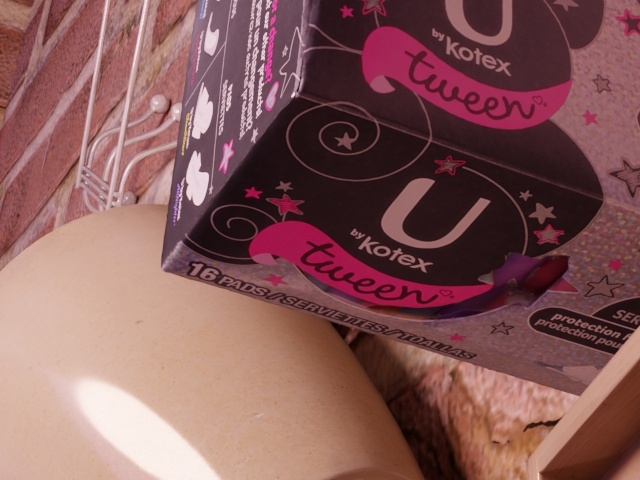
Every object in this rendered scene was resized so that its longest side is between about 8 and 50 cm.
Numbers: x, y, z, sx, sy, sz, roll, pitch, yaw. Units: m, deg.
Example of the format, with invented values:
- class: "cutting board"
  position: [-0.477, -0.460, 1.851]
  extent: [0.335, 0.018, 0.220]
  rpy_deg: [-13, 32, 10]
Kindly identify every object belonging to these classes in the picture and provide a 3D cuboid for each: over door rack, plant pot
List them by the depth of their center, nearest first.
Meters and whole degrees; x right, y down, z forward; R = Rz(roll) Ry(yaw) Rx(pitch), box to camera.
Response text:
- class: "plant pot"
  position: [-0.054, 0.138, 1.027]
  extent: [0.274, 0.256, 0.256]
  rpy_deg: [29, 100, 54]
- class: "over door rack"
  position: [-0.183, -0.170, 1.779]
  extent: [0.239, 0.108, 0.324]
  rpy_deg: [-151, 59, -71]

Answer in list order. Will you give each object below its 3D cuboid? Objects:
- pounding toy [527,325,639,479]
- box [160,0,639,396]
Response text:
- class: "pounding toy"
  position: [0.136, 0.157, 0.666]
  extent: [0.206, 0.094, 0.181]
  rpy_deg: [117, 156, -52]
- class: "box"
  position: [0.077, -0.047, 0.762]
  extent: [0.142, 0.247, 0.163]
  rpy_deg: [130, 152, -49]
